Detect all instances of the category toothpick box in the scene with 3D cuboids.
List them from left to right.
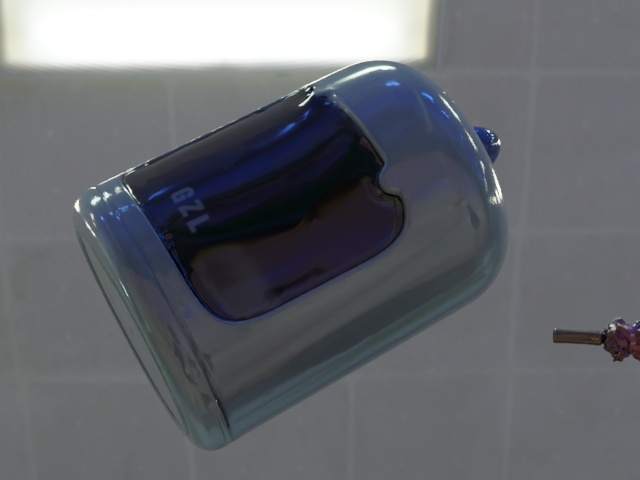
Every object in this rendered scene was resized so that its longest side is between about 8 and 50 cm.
[{"bbox_3d":[0.000,0.000,1.151,0.355,0.263,0.263,-28,-60,-12],"label":"toothpick box"}]

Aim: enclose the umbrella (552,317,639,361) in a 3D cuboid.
[{"bbox_3d":[0.198,0.051,0.677,0.165,0.027,0.025,2,-43,1],"label":"umbrella"}]
